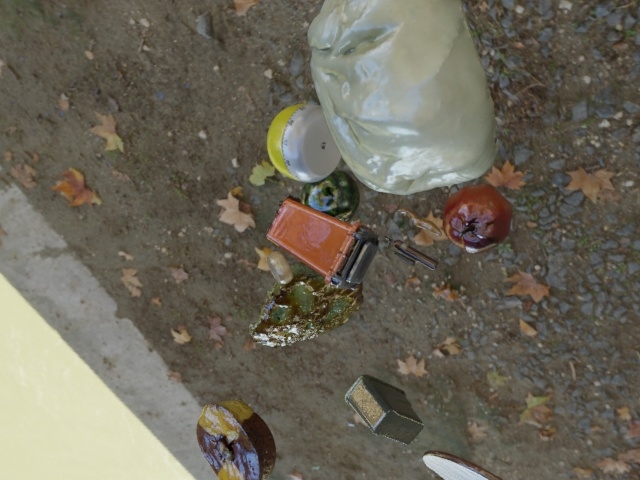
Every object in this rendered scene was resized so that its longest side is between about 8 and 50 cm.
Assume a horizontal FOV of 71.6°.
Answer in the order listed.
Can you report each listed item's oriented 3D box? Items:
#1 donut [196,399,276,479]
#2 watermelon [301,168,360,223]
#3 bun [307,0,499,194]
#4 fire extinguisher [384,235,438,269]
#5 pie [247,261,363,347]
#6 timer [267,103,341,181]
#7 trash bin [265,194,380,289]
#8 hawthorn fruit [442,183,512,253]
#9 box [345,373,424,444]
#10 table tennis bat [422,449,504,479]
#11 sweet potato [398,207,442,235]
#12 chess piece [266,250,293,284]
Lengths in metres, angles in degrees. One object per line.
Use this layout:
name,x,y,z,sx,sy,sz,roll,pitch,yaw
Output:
donut,-0.158,0.391,0.852,0.184,0.073,0.166,28,115,32
watermelon,0.044,-0.181,1.941,0.268,0.269,0.269,5,122,8
bun,0.103,-0.226,0.629,0.210,0.360,0.360,-18,116,17
fire extinguisher,0.264,0.041,1.317,0.173,0.035,0.049,32,133,21
pie,-0.032,0.181,1.242,0.354,0.103,0.289,-2,130,-35
timer,-0.086,-0.342,1.539,0.284,0.285,0.285,5,122,8
trash bin,0.000,0.000,1.043,0.238,0.184,0.161,28,93,20
hawthorn fruit,0.346,-0.043,1.001,0.156,0.194,0.157,12,116,26
box,0.231,0.598,1.548,0.274,0.178,0.138,33,95,-35
table tennis bat,0.188,0.306,0.542,0.154,0.021,0.274,30,155,12
sweet potato,0.352,-0.065,1.562,0.179,0.044,0.044,36,127,25
chess piece,-0.099,0.066,1.076,0.038,0.083,0.084,-27,119,-18
